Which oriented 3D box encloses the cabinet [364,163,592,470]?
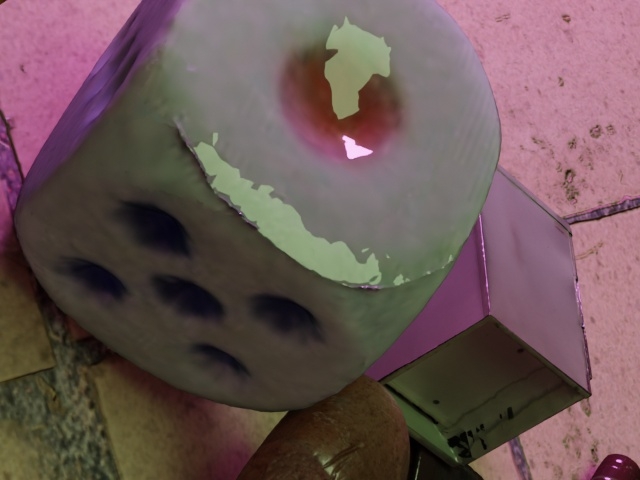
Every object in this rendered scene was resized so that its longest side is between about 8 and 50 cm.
[{"bbox_3d":[0.127,0.059,1.662,0.150,0.145,0.206,38,33,-32],"label":"cabinet"}]

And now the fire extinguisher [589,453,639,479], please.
[{"bbox_3d":[0.258,0.270,1.837,0.157,0.045,0.078,-48,132,-48],"label":"fire extinguisher"}]

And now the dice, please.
[{"bbox_3d":[-0.046,-0.054,1.428,0.265,0.262,0.268,35,57,-15],"label":"dice"}]

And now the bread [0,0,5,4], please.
[{"bbox_3d":[-0.297,-0.292,1.262,0.424,0.245,0.329,-41,120,-46],"label":"bread"}]

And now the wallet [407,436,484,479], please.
[{"bbox_3d":[0.081,0.281,1.631,0.182,0.049,0.229,34,52,-38],"label":"wallet"}]

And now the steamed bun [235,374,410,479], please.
[{"bbox_3d":[-0.009,0.196,1.473,0.106,0.175,0.145,38,37,5],"label":"steamed bun"}]
